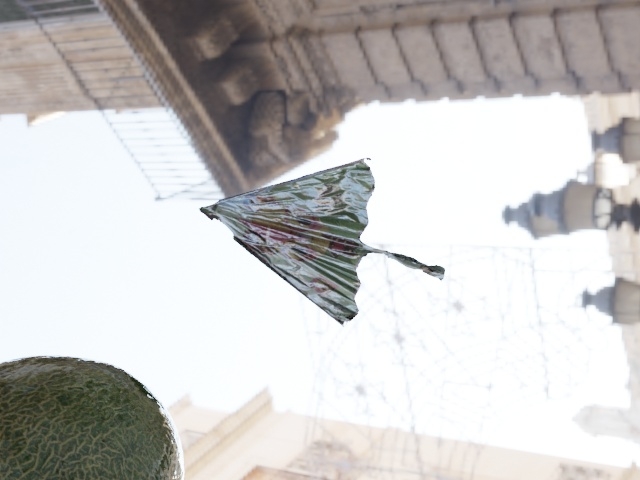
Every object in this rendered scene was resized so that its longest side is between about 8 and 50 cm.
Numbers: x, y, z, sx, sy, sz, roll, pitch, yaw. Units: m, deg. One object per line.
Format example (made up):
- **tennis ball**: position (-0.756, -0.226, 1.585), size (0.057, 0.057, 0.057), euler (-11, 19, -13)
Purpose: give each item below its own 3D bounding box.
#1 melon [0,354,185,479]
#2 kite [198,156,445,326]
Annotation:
- **melon**: position (-0.142, 0.129, 0.491), size (0.192, 0.139, 0.139), euler (-42, -54, -54)
- **kite**: position (0.000, 0.000, 1.101), size (0.323, 0.268, 0.013), euler (91, -164, -57)
